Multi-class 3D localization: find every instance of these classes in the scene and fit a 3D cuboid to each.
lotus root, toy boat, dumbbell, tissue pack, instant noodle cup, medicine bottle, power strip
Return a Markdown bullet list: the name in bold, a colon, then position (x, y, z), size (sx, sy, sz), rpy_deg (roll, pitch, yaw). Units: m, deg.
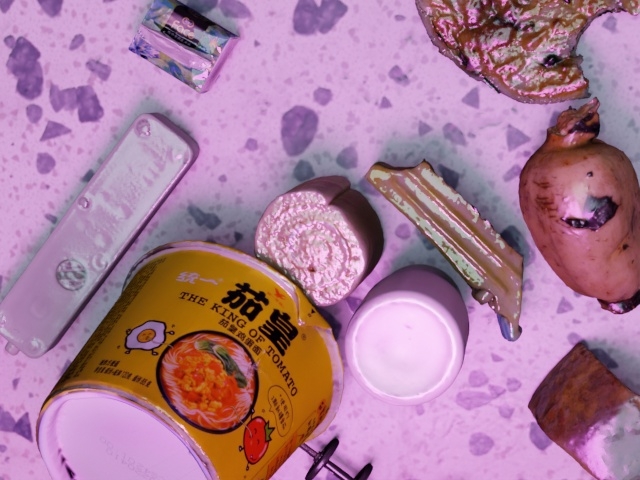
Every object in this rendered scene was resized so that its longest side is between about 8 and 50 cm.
- **lotus root**: position (0.373, 0.247, 1.467), size (0.235, 0.138, 0.119), rpy_deg (44, 93, 6)
- **lotus root**: position (0.314, -0.032, 1.411), size (0.140, 0.154, 0.257), rpy_deg (-19, 99, 6)
- **toy boat**: position (0.173, -0.005, 1.460), size (0.084, 0.111, 0.276), rpy_deg (-41, 90, 7)
- **dumbbell**: position (0.024, 0.305, 1.554), size (0.147, 0.069, 0.069), rpy_deg (37, 103, 2)
- **tissue pack**: position (-0.175, -0.248, 1.494), size (0.111, 0.079, 0.085), rpy_deg (32, 103, 3)
- **instant noodle cup**: position (-0.166, 0.197, 1.415), size (0.325, 0.254, 0.326), rpy_deg (14, 126, 21)
- **medicine bottle**: position (0.109, 0.104, 1.422), size (0.139, 0.237, 0.139), rpy_deg (1, 99, 8)
- **power strip**: position (-0.303, 0.003, 1.564), size (0.091, 0.062, 0.385), rpy_deg (39, 102, 1)

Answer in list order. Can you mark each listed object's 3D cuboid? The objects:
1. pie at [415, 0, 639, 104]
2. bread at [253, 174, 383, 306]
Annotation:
- **pie**: position (0.255, -0.316, 1.421), size (0.302, 0.067, 0.302), rpy_deg (2, 101, 9)
- **bread**: position (0.000, 0.000, 1.475), size (0.134, 0.141, 0.148), rpy_deg (-27, 93, 17)
